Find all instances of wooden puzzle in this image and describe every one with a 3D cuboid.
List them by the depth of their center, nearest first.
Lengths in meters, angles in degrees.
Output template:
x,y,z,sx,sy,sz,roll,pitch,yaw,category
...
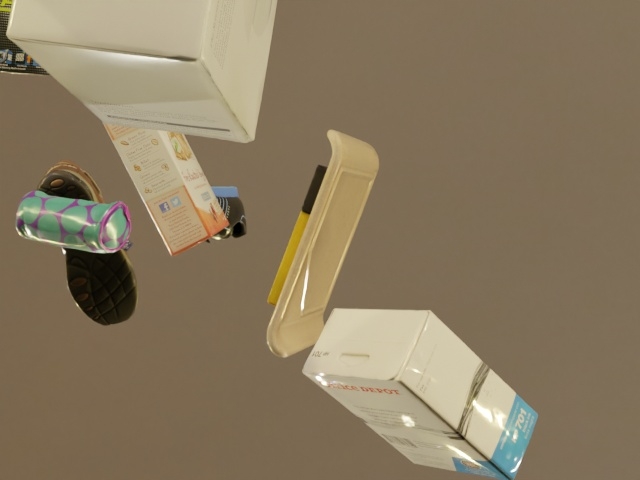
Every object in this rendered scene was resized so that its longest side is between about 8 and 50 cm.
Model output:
x,y,z,sx,sy,sz,roll,pitch,yaw,category
0.000,0.000,1.175,0.044,0.221,0.238,17,-85,12,wooden puzzle

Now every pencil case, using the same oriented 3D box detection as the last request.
x,y,z,sx,sy,sz,roll,pitch,yaw,category
-0.305,-0.024,1.322,0.152,0.070,0.064,9,-55,29,pencil case

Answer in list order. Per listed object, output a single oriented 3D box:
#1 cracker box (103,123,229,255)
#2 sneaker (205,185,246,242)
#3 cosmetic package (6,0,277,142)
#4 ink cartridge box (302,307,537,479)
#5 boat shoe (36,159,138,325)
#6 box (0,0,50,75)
x,y,z,sx,sy,sz,roll,pitch,yaw,category
-0.213,-0.103,1.455,0.067,0.156,0.232,-27,-85,7,cracker box
-0.204,-0.041,1.849,0.081,0.232,0.090,-23,-97,32,sneaker
-0.113,-0.213,0.793,0.138,0.224,0.224,8,-8,5,cosmetic package
0.098,0.150,1.042,0.140,0.082,0.191,-2,-39,49,ink cartridge box
-0.407,-0.002,1.912,0.123,0.120,0.323,-13,-60,1,boat shoe
-0.393,-0.314,1.401,0.191,0.045,0.184,0,-68,-32,box
